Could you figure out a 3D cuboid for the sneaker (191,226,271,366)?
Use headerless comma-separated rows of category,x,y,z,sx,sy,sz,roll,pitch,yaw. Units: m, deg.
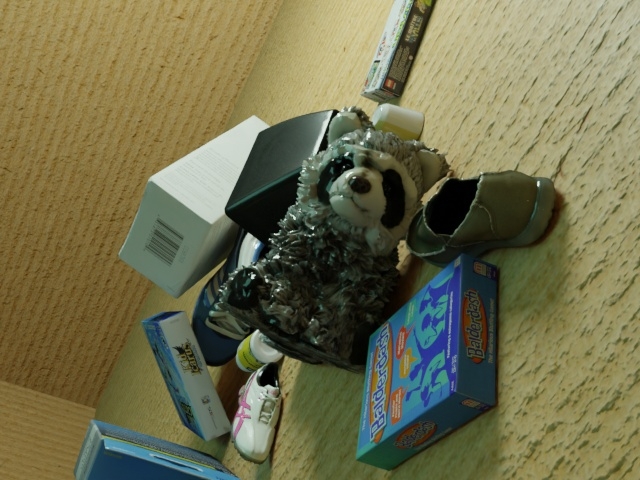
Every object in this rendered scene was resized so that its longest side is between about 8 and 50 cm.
sneaker,-0.150,0.107,1.677,0.323,0.130,0.236,-63,11,-1

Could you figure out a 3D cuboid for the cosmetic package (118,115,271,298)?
cosmetic package,-0.208,-0.078,1.786,0.217,0.156,0.385,-59,-8,35

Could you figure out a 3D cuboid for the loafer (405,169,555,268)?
loafer,0.148,-0.033,0.940,0.251,0.087,0.094,153,136,-67

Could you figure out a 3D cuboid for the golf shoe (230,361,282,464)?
golf shoe,-0.099,0.273,1.421,0.086,0.067,0.186,-58,19,30

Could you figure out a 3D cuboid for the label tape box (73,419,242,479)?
label tape box,-0.286,0.413,1.529,0.115,0.249,0.347,-71,16,-9

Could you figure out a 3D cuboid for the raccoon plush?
raccoon plush,0.000,0.000,1.220,0.299,0.216,0.446,-64,14,-12

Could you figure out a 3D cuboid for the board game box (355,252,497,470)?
board game box,0.110,0.133,0.935,0.210,0.047,0.160,129,156,-50

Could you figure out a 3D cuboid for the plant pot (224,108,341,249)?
plant pot,0.000,-0.084,1.330,0.167,0.188,0.187,-28,32,43

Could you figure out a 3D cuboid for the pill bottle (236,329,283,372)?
pill bottle,-0.109,0.196,1.556,0.116,0.065,0.065,138,149,-60

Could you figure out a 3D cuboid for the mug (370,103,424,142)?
mug,0.108,-0.163,1.284,0.062,0.064,0.078,-51,24,47

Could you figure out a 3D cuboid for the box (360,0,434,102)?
box,0.132,-0.336,1.469,0.114,0.036,0.207,-164,95,-74

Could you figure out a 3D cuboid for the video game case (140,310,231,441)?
video game case,-0.274,0.264,1.767,0.244,0.061,0.269,67,161,-3
